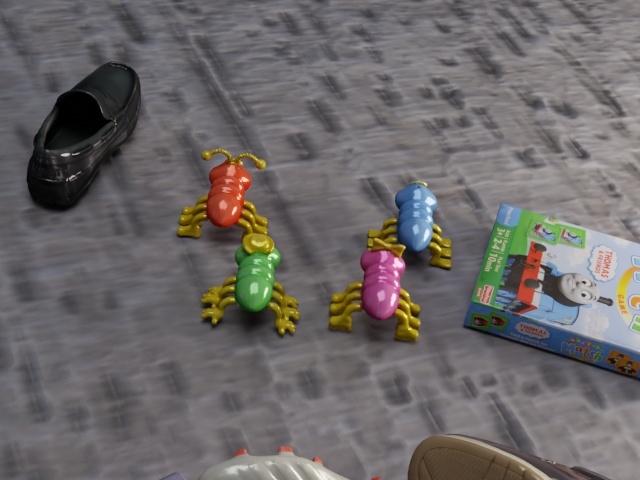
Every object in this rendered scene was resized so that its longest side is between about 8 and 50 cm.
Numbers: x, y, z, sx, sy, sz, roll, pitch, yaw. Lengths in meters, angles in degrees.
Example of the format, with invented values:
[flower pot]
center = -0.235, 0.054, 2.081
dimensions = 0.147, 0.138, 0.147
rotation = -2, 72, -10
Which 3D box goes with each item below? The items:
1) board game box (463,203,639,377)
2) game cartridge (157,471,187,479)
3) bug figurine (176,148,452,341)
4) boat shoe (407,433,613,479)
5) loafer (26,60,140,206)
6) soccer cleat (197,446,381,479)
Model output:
[board game box]
center = 0.261, 0.051, 1.205
dimensions = 0.211, 0.039, 0.160
rotation = 17, 41, 7
[game cartridge]
center = -0.093, 0.326, 0.815
dimensions = 0.230, 0.068, 0.355
rotation = -25, 52, -28
[bug figurine]
center = 0.000, 0.000, 1.186
dimensions = 0.279, 0.072, 0.216
rotation = 6, 42, -5
[boat shoe]
center = 0.203, 0.229, 0.958
dimensions = 0.285, 0.103, 0.092
rotation = 20, 16, 29
[loafer]
center = -0.239, -0.126, 1.273
dimensions = 0.076, 0.078, 0.223
rotation = 15, 42, 5
[soccer cleat]
center = 0.000, 0.208, 0.922
dimensions = 0.196, 0.068, 0.076
rotation = 18, 42, -28
